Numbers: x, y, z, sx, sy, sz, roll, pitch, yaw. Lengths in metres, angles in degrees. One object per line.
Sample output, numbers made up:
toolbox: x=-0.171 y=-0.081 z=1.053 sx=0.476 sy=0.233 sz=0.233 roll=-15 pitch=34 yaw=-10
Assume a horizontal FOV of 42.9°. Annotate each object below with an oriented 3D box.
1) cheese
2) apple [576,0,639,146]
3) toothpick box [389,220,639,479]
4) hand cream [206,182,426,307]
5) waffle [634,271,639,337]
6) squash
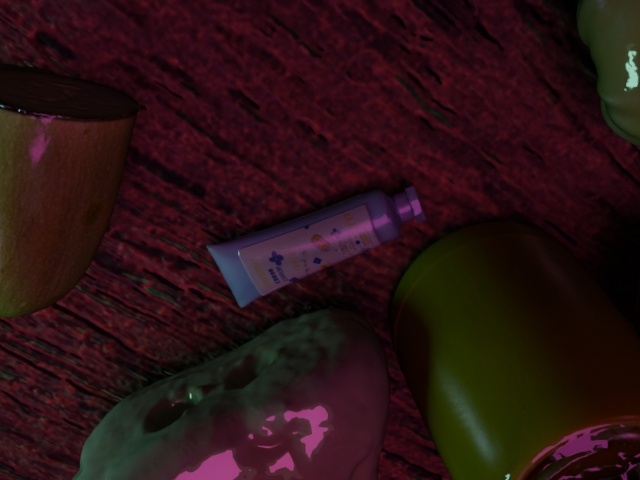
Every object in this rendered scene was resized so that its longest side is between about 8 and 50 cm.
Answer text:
cheese: x=-0.067 y=0.166 z=0.646 sx=0.247 sy=0.174 sz=0.251 roll=6 pitch=115 yaw=-19
apple: x=0.273 y=-0.149 z=0.543 sx=0.200 sy=0.200 sz=0.200 roll=-3 pitch=115 yaw=-6
toothpick box: x=0.157 y=0.112 z=0.594 sx=0.174 sy=0.271 sz=0.175 roll=-3 pitch=115 yaw=-6
hand cream: x=0.000 y=0.000 z=0.650 sx=0.170 sy=0.043 sz=0.065 roll=-22 pitch=115 yaw=6
waffle: x=0.372 y=0.057 z=0.638 sx=0.274 sy=0.057 sz=0.168 roll=-10 pitch=117 yaw=-4
squash: x=-0.207 y=-0.025 z=0.573 sx=0.123 sy=0.123 sz=0.187 roll=16 pitch=111 yaw=-14
